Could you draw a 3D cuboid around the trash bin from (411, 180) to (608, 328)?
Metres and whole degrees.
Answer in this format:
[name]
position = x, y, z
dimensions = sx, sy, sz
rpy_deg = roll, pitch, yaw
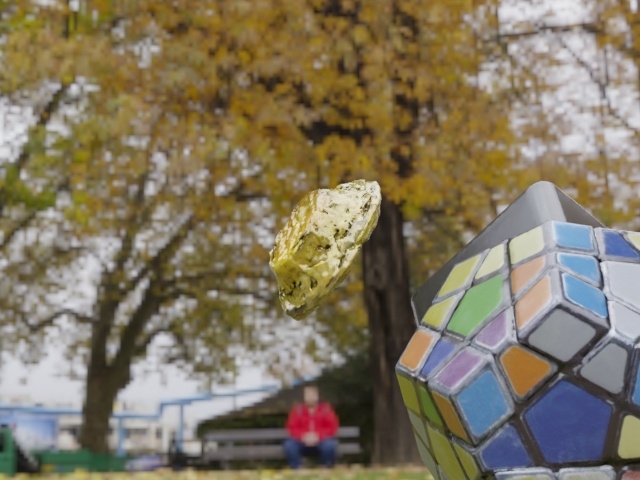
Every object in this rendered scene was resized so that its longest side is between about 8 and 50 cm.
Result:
[trash bin]
position = 0.170, 0.088, 1.017
dimensions = 0.115, 0.225, 0.165
rpy_deg = 37, -67, -22

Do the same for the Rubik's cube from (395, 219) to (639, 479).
[Rubik's cube]
position = 0.078, 0.048, 0.403
dimensions = 0.111, 0.093, 0.111
rpy_deg = -3, -24, -1

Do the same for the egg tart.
[egg tart]
position = 0.000, 0.000, 1.034
dimensions = 0.052, 0.130, 0.130
rpy_deg = 34, -25, -15
